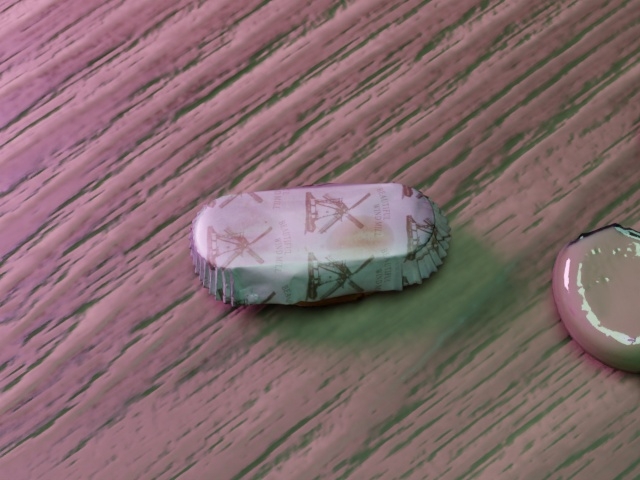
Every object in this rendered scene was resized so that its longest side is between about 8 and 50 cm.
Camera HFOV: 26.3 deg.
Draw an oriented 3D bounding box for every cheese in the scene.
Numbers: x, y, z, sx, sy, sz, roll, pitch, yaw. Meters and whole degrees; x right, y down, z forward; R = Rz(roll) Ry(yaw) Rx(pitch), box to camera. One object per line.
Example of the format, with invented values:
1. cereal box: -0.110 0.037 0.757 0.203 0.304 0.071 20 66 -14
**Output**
1. cheese: 0.232 0.062 0.953 0.092 0.047 0.171 -39 68 -11

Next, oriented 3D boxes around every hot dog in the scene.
1. hot dog: 0.000 0.000 0.997 0.192 0.053 0.099 -7 65 -3
